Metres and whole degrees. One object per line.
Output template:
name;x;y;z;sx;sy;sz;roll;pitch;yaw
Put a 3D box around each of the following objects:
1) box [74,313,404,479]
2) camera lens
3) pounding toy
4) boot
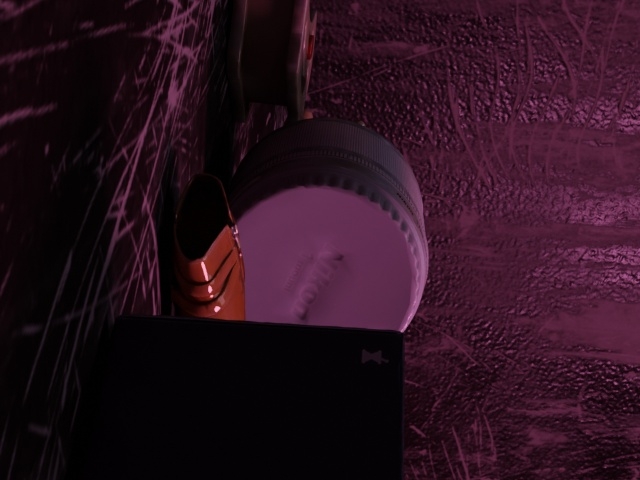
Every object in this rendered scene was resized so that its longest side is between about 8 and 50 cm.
box;-0.050;0.269;0.781;0.343;0.179;0.312;-86;179;-51
camera lens;0.000;0.000;1.439;0.274;0.219;0.219;-82;175;-73
pounding toy;-0.017;-0.207;1.557;0.269;0.155;0.154;89;8;-71
boot;-0.088;0.061;1.059;0.152;0.073;0.197;93;-12;-53
